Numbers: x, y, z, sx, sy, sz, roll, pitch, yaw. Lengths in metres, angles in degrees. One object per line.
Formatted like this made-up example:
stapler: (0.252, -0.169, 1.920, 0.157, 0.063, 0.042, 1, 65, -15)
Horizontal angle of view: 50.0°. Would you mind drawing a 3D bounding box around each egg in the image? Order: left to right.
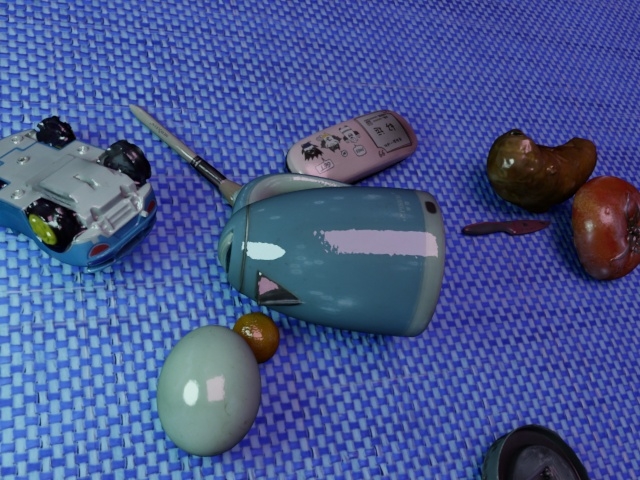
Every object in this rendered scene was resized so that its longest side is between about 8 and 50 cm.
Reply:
egg: (-0.160, 0.214, 0.993, 0.149, 0.149, 0.192, 14, 51, -15)

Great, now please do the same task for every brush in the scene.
brush: (-0.239, -0.156, 1.259, 0.299, 0.039, 0.042, 40, 50, 8)

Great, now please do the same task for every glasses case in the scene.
glasses case: (0.067, -0.181, 1.375, 0.314, 0.075, 0.122, -25, 76, -33)

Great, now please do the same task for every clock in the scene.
clock: (0.364, 0.421, 1.136, 0.226, 0.049, 0.226, 17, 55, -26)

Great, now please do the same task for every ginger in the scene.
ginger: (0.472, -0.150, 1.487, 0.321, 0.172, 0.165, -4, 36, -41)

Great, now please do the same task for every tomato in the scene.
tomato: (0.637, -0.029, 1.473, 0.237, 0.095, 0.237, 5, 82, -41)

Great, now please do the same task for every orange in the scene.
orange: (-0.104, 0.155, 1.098, 0.085, 0.085, 0.085, 11, 57, -17)

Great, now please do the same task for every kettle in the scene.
kettle: (0.000, 0.000, 1.160, 0.342, 0.247, 0.319, 6, 40, -10)

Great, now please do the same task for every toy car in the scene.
toy car: (-0.402, -0.064, 1.058, 0.314, 0.166, 0.198, 20, 47, 25)

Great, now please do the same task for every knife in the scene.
knife: (0.403, -0.028, 1.464, 0.247, 0.018, 0.035, -4, 60, -27)

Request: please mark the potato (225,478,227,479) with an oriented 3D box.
potato: (-0.139, 0.412, 0.929, 0.200, 0.081, 0.164, 15, 64, -11)
